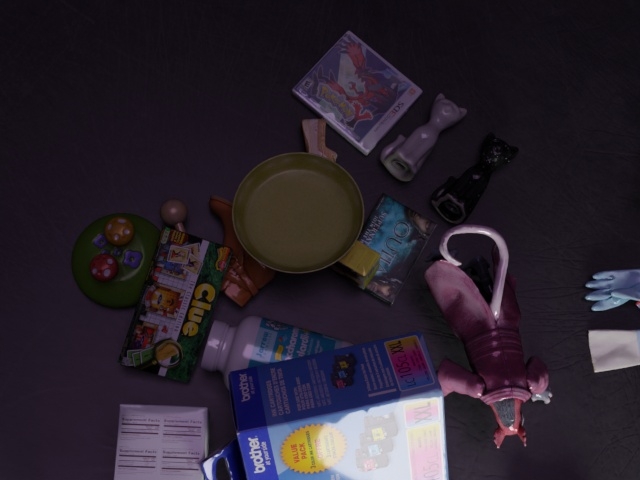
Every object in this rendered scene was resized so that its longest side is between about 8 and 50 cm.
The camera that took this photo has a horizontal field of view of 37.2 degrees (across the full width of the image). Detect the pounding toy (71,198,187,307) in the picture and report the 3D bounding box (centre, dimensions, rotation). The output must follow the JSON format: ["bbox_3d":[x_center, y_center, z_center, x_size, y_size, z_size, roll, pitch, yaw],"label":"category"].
[{"bbox_3d":[-0.349,0.017,1.740,0.236,0.110,0.183,-16,75,-4],"label":"pounding toy"}]

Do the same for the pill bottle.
[{"bbox_3d":[-0.076,0.221,1.707,0.264,0.146,0.146,15,74,-2],"label":"pill bottle"}]

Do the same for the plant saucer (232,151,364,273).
[{"bbox_3d":[-0.041,-0.047,1.741,0.241,0.037,0.241,0,67,0],"label":"plant saucer"}]

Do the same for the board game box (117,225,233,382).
[{"bbox_3d":[-0.261,0.117,1.722,0.136,0.030,0.260,18,88,-25],"label":"board game box"}]

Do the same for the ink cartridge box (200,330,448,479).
[{"bbox_3d":[0.003,0.332,1.584,0.395,0.270,0.151,-11,35,-2],"label":"ink cartridge box"}]

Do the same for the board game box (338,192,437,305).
[{"bbox_3d":[0.129,0.016,1.845,0.126,0.026,0.186,30,74,3],"label":"board game box"}]

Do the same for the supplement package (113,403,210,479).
[{"bbox_3d":[-0.268,0.389,1.618,0.149,0.194,0.203,3,75,-4],"label":"supplement package"}]

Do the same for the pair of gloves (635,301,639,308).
[{"bbox_3d":[0.728,0.147,1.875,0.198,0.023,0.159,-30,81,-12],"label":"pair of gloves"}]

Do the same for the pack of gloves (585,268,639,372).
[{"bbox_3d":[0.633,0.145,1.837,0.232,0.046,0.195,-5,76,1],"label":"pack of gloves"}]

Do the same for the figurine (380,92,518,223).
[{"bbox_3d":[0.260,-0.174,1.886,0.215,0.092,0.209,40,67,6],"label":"figurine"}]

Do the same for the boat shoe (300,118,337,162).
[{"bbox_3d":[0.004,-0.163,1.859,0.059,0.063,0.170,-11,76,-3],"label":"boat shoe"}]

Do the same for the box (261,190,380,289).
[{"bbox_3d":[0.000,0.000,1.787,0.232,0.087,0.058,32,73,14],"label":"box"}]

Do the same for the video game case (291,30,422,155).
[{"bbox_3d":[0.075,-0.300,1.923,0.201,0.023,0.183,40,75,5],"label":"video game case"}]

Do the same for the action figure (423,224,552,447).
[{"bbox_3d":[0.323,0.184,1.708,0.248,0.276,0.370,-5,62,-13],"label":"action figure"}]

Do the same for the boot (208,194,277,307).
[{"bbox_3d":[-0.171,0.018,1.793,0.197,0.073,0.152,37,87,17],"label":"boot"}]
